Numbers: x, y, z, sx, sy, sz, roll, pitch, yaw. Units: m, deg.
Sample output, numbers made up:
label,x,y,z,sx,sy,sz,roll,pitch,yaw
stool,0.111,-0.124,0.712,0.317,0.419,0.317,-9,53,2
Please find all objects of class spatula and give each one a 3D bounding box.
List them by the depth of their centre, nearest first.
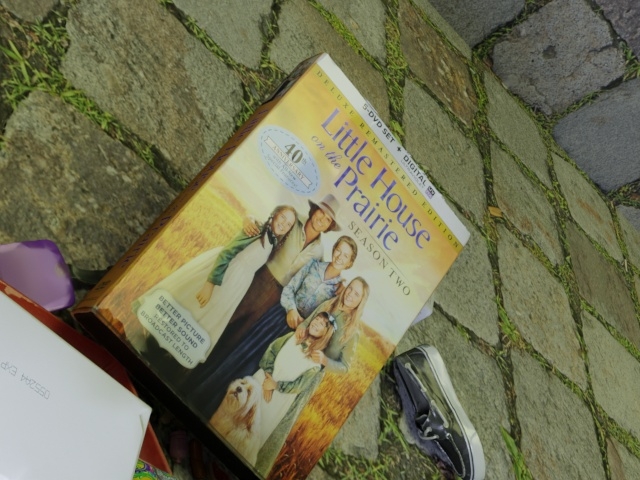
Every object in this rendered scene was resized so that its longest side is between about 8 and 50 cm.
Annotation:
label,x,y,z,sx,sy,sz,roll,pitch,yaw
spatula,-0.245,0.038,1.092,0.296,0.030,0.084,-2,66,-58

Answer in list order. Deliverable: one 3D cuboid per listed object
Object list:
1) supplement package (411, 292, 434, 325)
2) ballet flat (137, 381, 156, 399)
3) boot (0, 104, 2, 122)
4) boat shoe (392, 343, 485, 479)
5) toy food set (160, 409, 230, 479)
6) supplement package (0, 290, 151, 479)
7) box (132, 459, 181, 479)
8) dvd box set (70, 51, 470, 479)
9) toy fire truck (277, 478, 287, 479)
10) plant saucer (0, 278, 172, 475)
label,x,y,z,sx,sy,sz,roll,pitch,yaw
supplement package,0.000,0.000,1.329,0.263,0.199,0.198,45,31,-20
ballet flat,-0.172,0.087,1.107,0.074,0.074,0.203,31,47,-38
boot,-0.438,-0.104,0.878,0.264,0.096,0.280,39,34,-29
boat shoe,0.172,0.265,1.465,0.070,0.078,0.219,-19,78,-25
toy food set,-0.136,0.228,1.081,0.122,0.019,0.078,57,28,-15
supplement package,-0.255,0.137,0.583,0.262,0.145,0.204,50,39,-41
box,-0.157,0.350,0.758,0.279,0.177,0.290,36,34,-34
dvd box set,-0.029,0.034,1.103,0.307,0.062,0.420,50,59,-19
toy fire truck,-0.033,0.337,0.946,0.047,0.135,0.192,-5,24,-14
plant saucer,-0.266,0.106,0.868,0.258,0.047,0.259,40,-1,-27
